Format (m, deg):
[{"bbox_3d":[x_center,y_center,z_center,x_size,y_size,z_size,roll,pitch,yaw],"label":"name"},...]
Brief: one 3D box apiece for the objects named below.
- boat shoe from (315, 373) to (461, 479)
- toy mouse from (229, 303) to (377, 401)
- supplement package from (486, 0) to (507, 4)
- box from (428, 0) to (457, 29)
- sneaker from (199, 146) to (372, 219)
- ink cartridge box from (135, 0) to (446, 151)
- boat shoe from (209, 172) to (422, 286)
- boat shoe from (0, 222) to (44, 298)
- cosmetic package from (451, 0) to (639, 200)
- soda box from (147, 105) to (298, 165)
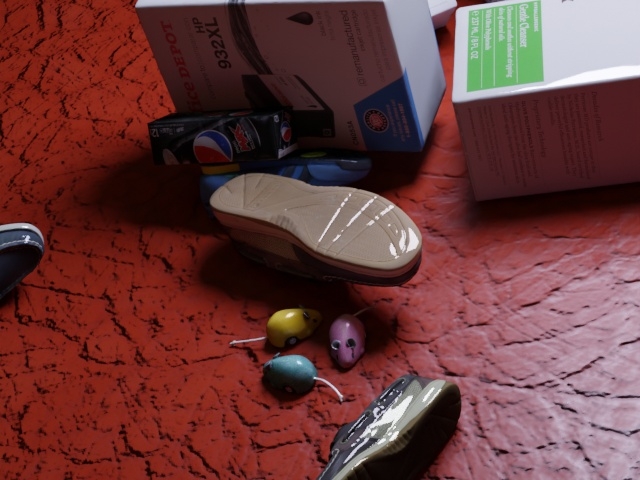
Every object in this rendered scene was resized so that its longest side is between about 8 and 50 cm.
[{"bbox_3d":[0.045,0.205,1.400,0.073,0.080,0.223,16,45,40],"label":"boat shoe"},{"bbox_3d":[-0.006,0.113,1.551,0.161,0.031,0.143,-21,40,-5],"label":"toy mouse"},{"bbox_3d":[0.270,-0.441,1.881,0.175,0.293,0.177,-18,39,-1],"label":"supplement package"},{"bbox_3d":[0.078,-0.340,1.923,0.130,0.091,0.170,-24,83,-8],"label":"box"},{"bbox_3d":[-0.039,-0.062,1.740,0.209,0.082,0.069,-4,12,14],"label":"sneaker"},{"bbox_3d":[-0.031,-0.226,1.742,0.308,0.223,0.129,2,46,22],"label":"ink cartridge box"},{"bbox_3d":[0.000,0.000,1.630,0.285,0.092,0.103,16,50,37],"label":"boat shoe"},{"bbox_3d":[-0.425,0.068,1.703,0.255,0.095,0.079,-27,39,-9],"label":"boat shoe"},{"bbox_3d":[0.341,-0.176,1.664,0.366,0.155,0.197,-9,40,12],"label":"cosmetic package"},{"bbox_3d":[-0.114,-0.122,1.735,0.169,0.053,0.060,-2,16,27],"label":"soda box"}]
